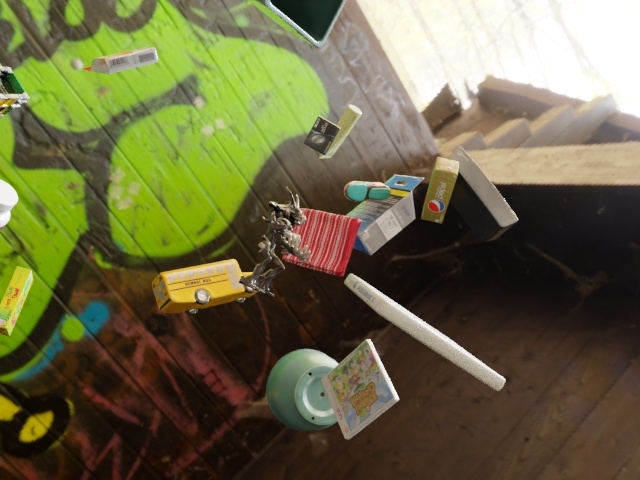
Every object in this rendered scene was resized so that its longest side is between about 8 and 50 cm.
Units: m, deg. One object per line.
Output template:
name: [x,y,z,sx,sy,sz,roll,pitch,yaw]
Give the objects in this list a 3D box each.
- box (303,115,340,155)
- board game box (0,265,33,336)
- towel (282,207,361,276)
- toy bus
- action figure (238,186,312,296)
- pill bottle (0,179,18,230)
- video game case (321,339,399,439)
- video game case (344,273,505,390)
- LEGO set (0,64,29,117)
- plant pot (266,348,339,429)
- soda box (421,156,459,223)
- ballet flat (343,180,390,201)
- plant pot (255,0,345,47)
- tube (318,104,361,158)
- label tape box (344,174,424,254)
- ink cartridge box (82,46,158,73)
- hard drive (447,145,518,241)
box: [0.004,-0.276,1.657,0.083,0.067,0.018,-59,-177,14]
board game box: [-0.888,0.176,1.818,0.092,0.043,0.181,132,-28,-59]
towel: [0.000,0.000,2.099,0.274,0.031,0.199,13,-100,39]
toy bus: [-0.354,0.147,2.008,0.332,0.130,0.108,-11,161,-39]
action figure: [-0.093,0.009,1.603,0.140,0.164,0.276,20,-98,28]
pill bottle: [-0.777,-0.054,1.434,0.180,0.108,0.108,-42,-163,20]
video game case: [0.104,0.416,1.758,0.212,0.023,0.193,-46,-129,27]
video game case: [0.223,0.198,1.424,0.036,0.329,0.300,-57,-167,0]
LEGO set: [-0.926,-0.414,1.588,0.254,0.332,0.192,-21,-170,7]
plant pot: [-0.022,0.488,2.030,0.271,0.272,0.255,-41,-179,-16]
soda box: [0.321,-0.134,1.697,0.061,0.181,0.058,13,-134,6]
ballet flat: [0.153,-0.181,2.251,0.221,0.077,0.079,-2,-153,-38]
plant pot: [-0.091,-0.641,1.450,0.252,0.247,0.247,34,-81,29]
tube: [0.074,-0.419,2.475,0.240,0.070,0.062,-57,-153,28]
label tape box: [0.237,-0.102,2.379,0.333,0.106,0.240,-39,-159,-11]
ink cartridge box: [-0.534,-0.481,1.663,0.145,0.045,0.179,-26,-147,-33]
hard drive: [0.421,-0.120,1.735,0.054,0.255,0.172,-32,169,-16]
